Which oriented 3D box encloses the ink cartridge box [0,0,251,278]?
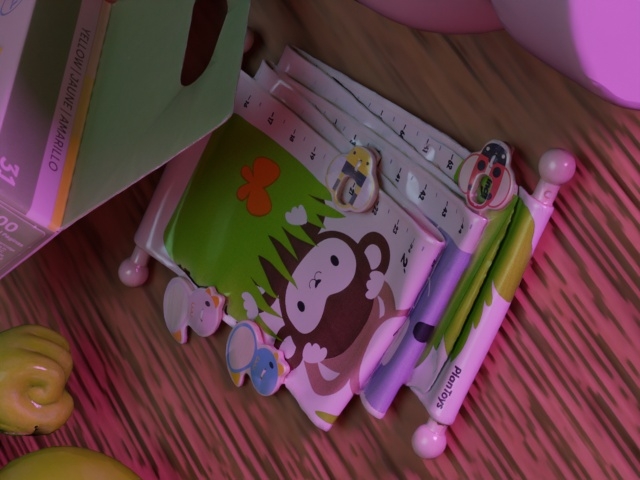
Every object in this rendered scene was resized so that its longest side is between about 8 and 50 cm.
[{"bbox_3d":[-0.131,-0.074,0.853,0.235,0.056,0.171,-34,36,35],"label":"ink cartridge box"}]

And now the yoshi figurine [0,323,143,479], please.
[{"bbox_3d":[-0.200,0.136,0.895,0.203,0.203,0.362,-40,34,-15],"label":"yoshi figurine"}]

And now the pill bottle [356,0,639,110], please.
[{"bbox_3d":[0.031,-0.208,0.672,0.363,0.210,0.210,40,111,35],"label":"pill bottle"}]

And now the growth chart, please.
[{"bbox_3d":[0.000,0.000,0.802,0.237,0.021,0.172,29,105,39],"label":"growth chart"}]
